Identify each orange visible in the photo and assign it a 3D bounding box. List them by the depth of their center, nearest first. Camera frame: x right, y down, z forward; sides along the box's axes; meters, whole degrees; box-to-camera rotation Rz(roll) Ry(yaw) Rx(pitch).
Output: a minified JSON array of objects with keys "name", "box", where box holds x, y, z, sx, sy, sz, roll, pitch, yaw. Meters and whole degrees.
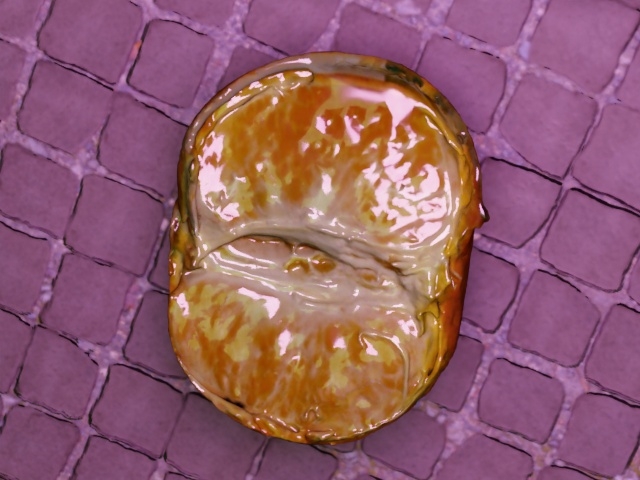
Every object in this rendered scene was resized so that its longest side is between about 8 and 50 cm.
[{"name":"orange","box":[-0.001,-0.002,1.479,0.262,0.196,0.334,1,110,-5]}]
